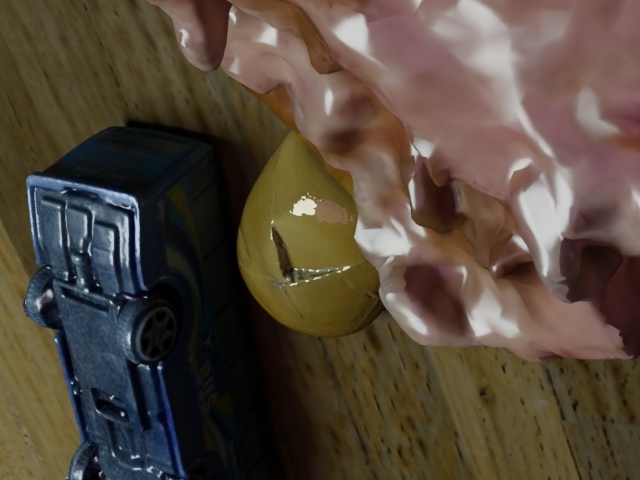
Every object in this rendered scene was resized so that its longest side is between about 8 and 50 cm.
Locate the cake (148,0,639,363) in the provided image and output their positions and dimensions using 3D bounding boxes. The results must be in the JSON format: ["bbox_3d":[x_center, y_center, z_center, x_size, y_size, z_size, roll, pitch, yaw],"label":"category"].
[{"bbox_3d":[0.094,-0.152,0.500,0.306,0.293,0.314,-7,124,43],"label":"cake"}]

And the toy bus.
[{"bbox_3d":[-0.078,0.062,0.945,0.079,0.094,0.237,17,130,35],"label":"toy bus"}]

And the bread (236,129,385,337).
[{"bbox_3d":[0.000,0.000,0.862,0.082,0.056,0.115,41,138,5],"label":"bread"}]
